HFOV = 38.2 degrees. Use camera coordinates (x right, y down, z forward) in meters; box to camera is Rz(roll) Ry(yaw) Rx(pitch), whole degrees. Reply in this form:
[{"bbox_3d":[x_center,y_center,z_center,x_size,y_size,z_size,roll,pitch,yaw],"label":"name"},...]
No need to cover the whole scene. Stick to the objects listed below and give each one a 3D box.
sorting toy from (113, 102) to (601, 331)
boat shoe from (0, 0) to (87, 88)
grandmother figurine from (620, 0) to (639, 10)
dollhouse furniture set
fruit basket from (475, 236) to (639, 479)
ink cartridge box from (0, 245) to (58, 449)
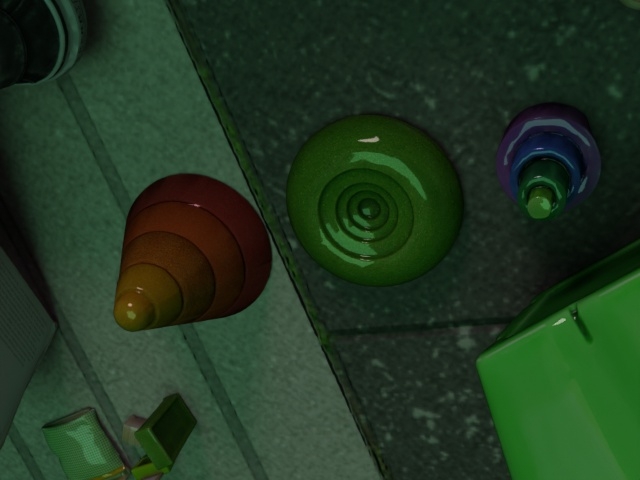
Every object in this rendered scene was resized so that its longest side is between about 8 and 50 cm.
[{"bbox_3d":[0.000,0.000,0.612,0.365,0.126,0.127,-14,108,23],"label":"sorting toy"},{"bbox_3d":[-0.328,-0.161,0.621,0.335,0.119,0.121,7,113,16],"label":"boat shoe"},{"bbox_3d":[0.134,-0.165,0.467,0.342,0.208,0.104,30,92,28],"label":"grandmother figurine"},{"bbox_3d":[-0.179,0.182,0.782,0.152,0.058,0.076,-23,104,24],"label":"dollhouse furniture set"},{"bbox_3d":[0.307,0.137,0.486,0.392,0.283,0.392,5,102,24],"label":"fruit basket"},{"bbox_3d":[-0.387,0.014,0.660,0.272,0.130,0.309,4,142,15],"label":"ink cartridge box"}]
